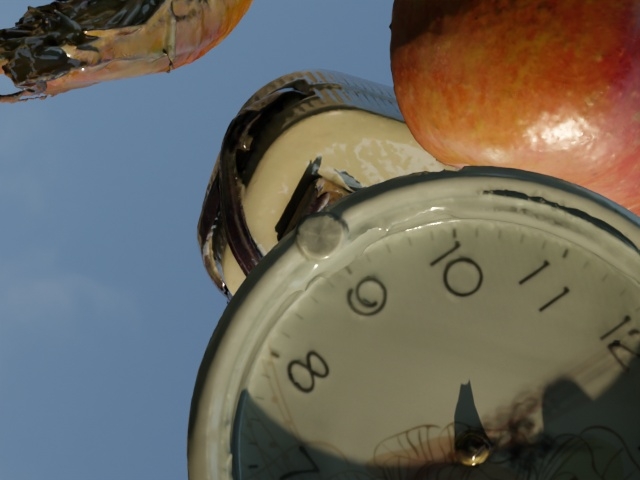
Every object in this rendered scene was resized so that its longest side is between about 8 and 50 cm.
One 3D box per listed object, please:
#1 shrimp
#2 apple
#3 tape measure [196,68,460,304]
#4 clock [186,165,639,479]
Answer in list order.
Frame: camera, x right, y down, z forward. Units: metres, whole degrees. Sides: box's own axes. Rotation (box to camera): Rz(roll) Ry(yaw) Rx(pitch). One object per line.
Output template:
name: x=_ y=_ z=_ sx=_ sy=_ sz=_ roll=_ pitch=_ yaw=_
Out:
shrimp: x=-0.094 y=-0.142 z=0.982 sx=0.068 sy=0.249 sz=0.150 roll=25 pitch=-46 yaw=21
apple: x=0.211 y=-0.138 z=1.380 sx=0.163 sy=0.293 sz=0.251 roll=-7 pitch=-117 yaw=58
tape measure: x=0.000 y=0.000 z=1.544 sx=0.271 sy=0.231 sz=0.133 roll=-68 pitch=-155 yaw=21
clock: x=0.062 y=0.088 z=0.752 sx=0.236 sy=0.053 sz=0.236 roll=0 pitch=-100 yaw=3
